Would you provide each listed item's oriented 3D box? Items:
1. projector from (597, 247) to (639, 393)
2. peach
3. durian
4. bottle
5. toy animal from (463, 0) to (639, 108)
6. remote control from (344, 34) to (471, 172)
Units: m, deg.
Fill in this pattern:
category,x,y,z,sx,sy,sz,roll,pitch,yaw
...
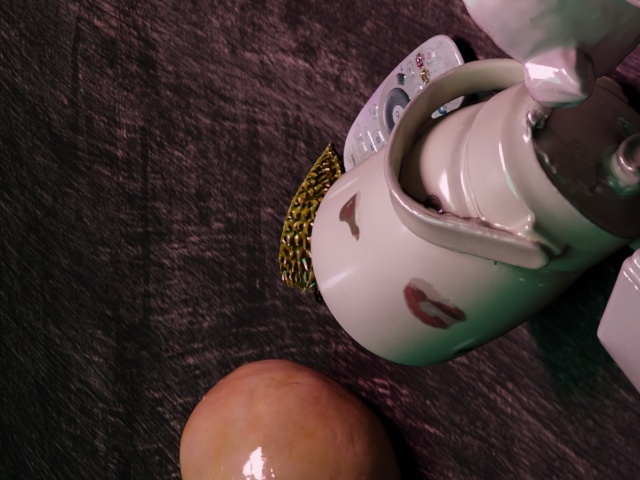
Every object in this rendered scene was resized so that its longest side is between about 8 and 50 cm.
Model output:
category,x,y,z,sx,sy,sz,roll,pitch,yaw
projector,0.341,0.065,1.304,0.192,0.257,0.099,55,146,38
peach,-0.034,0.275,2.183,0.292,0.247,0.292,-179,90,-89
durian,0.000,0.000,2.191,0.100,0.086,0.215,-81,-1,-59
bottle,0.150,-0.034,1.695,0.352,0.229,0.229,-33,72,57
toy animal,0.249,-0.228,1.431,0.265,0.272,0.206,-25,50,41
remote control,0.090,-0.121,1.962,0.256,0.045,0.097,-46,62,56
